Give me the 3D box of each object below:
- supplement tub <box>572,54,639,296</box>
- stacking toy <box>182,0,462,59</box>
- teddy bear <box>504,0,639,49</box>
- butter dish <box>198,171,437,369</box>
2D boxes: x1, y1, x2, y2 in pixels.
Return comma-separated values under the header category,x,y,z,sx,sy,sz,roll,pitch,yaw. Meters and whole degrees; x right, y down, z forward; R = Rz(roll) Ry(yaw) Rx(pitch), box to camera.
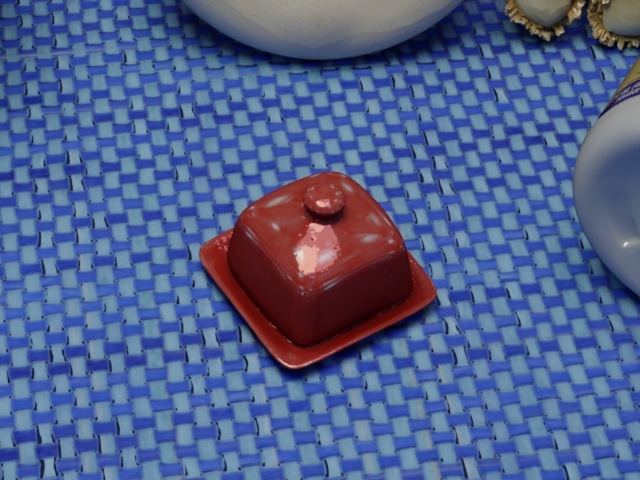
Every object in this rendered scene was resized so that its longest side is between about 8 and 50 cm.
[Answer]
category,x,y,z,sx,sy,sz,roll,pitch,yaw
supplement tub,0.383,-0.109,1.485,0.241,0.241,0.331,25,52,16
stacking toy,-0.010,-0.430,1.735,0.351,0.350,0.480,-1,34,-5
teddy bear,0.269,-0.351,1.710,0.245,0.113,0.337,-10,84,-2
butter dish,0.000,0.000,1.444,0.160,0.118,0.160,-25,56,-23
